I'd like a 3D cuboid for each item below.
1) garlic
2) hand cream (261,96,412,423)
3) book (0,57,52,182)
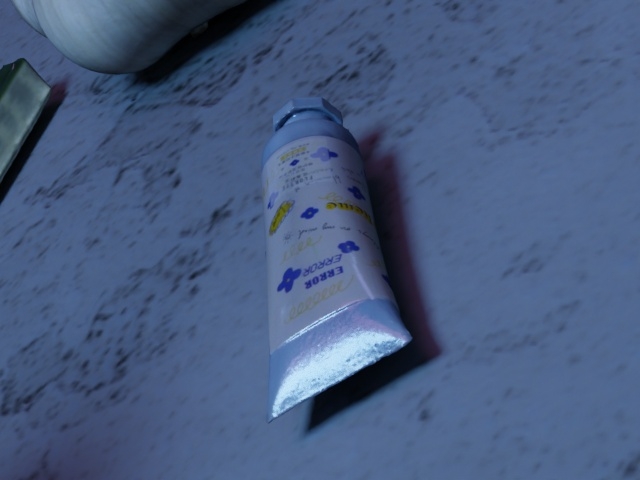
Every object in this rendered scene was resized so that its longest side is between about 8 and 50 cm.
[{"bbox_3d":[-0.121,-0.213,1.010,0.199,0.226,0.199,-25,35,20],"label":"garlic"},{"bbox_3d":[0.000,0.000,0.749,0.065,0.043,0.170,-32,32,18],"label":"hand cream"},{"bbox_3d":[-0.313,0.062,1.059,0.260,0.043,0.371,-18,35,42],"label":"book"}]
